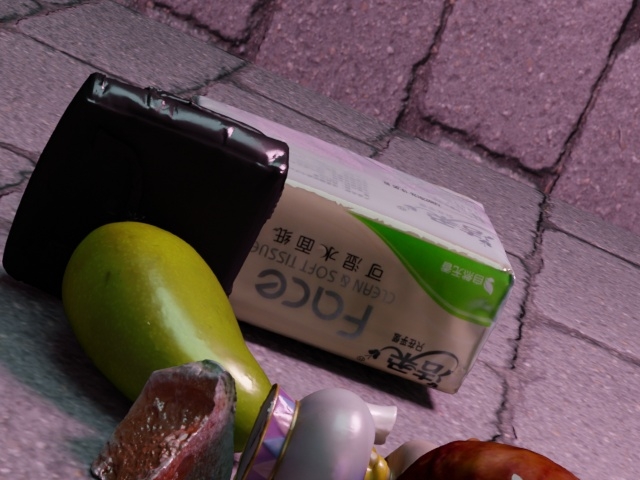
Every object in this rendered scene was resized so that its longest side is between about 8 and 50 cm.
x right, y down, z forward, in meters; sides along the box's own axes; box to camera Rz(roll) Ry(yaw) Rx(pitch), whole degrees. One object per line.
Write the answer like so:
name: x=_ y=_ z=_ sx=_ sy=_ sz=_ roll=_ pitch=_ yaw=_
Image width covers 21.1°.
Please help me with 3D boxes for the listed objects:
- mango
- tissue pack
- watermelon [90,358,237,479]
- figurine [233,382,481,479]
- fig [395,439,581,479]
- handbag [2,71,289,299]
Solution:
mango: x=-0.148 y=0.095 z=1.666 sx=0.175 sy=0.143 sz=0.293 roll=21 pitch=22 yaw=-51
tissue pack: x=0.000 y=0.000 z=2.074 sx=0.405 sy=0.205 sz=0.332 roll=22 pitch=15 yaw=-8
watermelon: x=-0.142 y=0.192 z=1.514 sx=0.098 sy=0.121 sz=0.158 roll=14 pitch=54 yaw=25
figurine: x=0.060 y=0.224 z=1.523 sx=0.263 sy=0.142 sz=0.189 roll=24 pitch=46 yaw=-4
fig: x=0.128 y=0.266 z=1.318 sx=0.224 sy=0.224 sz=0.263 roll=19 pitch=0 yaw=-15
handbag: x=-0.182 y=-0.035 z=1.786 sx=0.244 sy=0.275 sz=0.088 roll=19 pitch=37 yaw=-15
